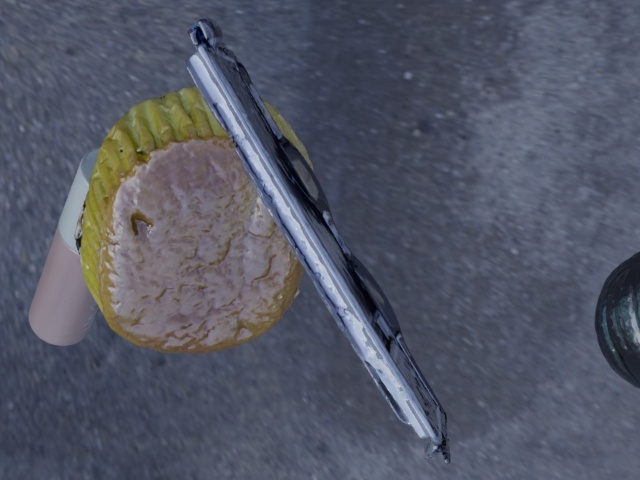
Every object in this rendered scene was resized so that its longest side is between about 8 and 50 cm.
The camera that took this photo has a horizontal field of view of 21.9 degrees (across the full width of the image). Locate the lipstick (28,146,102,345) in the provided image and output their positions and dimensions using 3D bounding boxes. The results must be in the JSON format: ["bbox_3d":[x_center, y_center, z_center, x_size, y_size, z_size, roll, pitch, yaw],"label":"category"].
[{"bbox_3d":[-0.244,0.010,1.715,0.070,0.070,0.254,12,138,-15],"label":"lipstick"}]

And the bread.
[{"bbox_3d":[-0.114,-0.018,1.589,0.227,0.142,0.253,3,127,-23],"label":"bread"}]

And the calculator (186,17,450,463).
[{"bbox_3d":[0.001,0.000,0.950,0.028,0.166,0.274,-31,91,3],"label":"calculator"}]

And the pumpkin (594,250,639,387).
[{"bbox_3d":[0.411,0.045,1.810,0.248,0.248,0.248,-2,100,-13],"label":"pumpkin"}]
